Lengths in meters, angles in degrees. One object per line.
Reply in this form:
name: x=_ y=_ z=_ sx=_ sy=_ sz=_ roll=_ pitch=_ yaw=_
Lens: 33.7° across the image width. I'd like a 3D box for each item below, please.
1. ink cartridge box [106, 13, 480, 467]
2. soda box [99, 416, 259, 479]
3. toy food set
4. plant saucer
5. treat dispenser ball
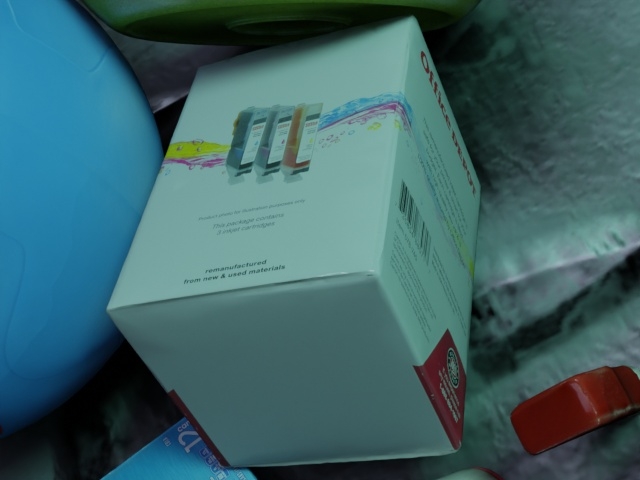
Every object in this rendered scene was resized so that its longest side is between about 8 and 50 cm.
ink cartridge box: x=0.000 y=0.000 z=0.520 sx=0.127 sy=0.128 sz=0.176 roll=-9 pitch=43 yaw=22
soda box: x=-0.025 y=0.185 z=0.511 sx=0.071 sy=0.067 sz=0.210 roll=-35 pitch=54 yaw=-10
toy food set: x=0.135 y=0.117 z=0.474 sx=0.232 sy=0.104 sz=0.111 roll=-39 pitch=70 yaw=29
plant saucer: x=-0.018 y=-0.132 z=0.568 sx=0.240 sy=0.241 sz=0.037 roll=1 pitch=95 yaw=27
treat dispenser ball: x=-0.229 y=-0.025 z=0.580 sx=0.288 sy=0.288 sz=0.288 roll=-10 pitch=66 yaw=23
